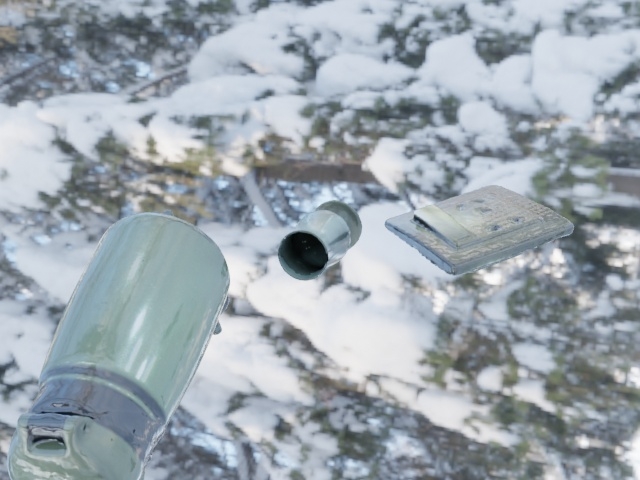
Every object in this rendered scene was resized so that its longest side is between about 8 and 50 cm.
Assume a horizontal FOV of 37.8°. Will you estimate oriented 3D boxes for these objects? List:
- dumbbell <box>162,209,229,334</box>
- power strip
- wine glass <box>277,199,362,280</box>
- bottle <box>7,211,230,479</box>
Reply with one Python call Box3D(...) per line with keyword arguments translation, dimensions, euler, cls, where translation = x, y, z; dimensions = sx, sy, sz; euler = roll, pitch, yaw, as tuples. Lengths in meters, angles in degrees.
Box3D(translation=(-0.189, 0.053, 1.388), dimensions=(0.254, 0.081, 0.082), euler=(73, -151, -43), cls="dumbbell")
Box3D(translation=(0.278, -0.007, 1.672), dimensions=(0.257, 0.251, 0.092), euler=(-138, 41, -57), cls="power strip")
Box3D(translation=(0.000, 0.000, 1.640), dimensions=(0.231, 0.103, 0.103), euler=(-45, -42, -70), cls="wine glass")
Box3D(translation=(-0.218, 0.137, 1.018), dimensions=(0.347, 0.168, 0.168), euler=(-73, -20, -44), cls="bottle")
